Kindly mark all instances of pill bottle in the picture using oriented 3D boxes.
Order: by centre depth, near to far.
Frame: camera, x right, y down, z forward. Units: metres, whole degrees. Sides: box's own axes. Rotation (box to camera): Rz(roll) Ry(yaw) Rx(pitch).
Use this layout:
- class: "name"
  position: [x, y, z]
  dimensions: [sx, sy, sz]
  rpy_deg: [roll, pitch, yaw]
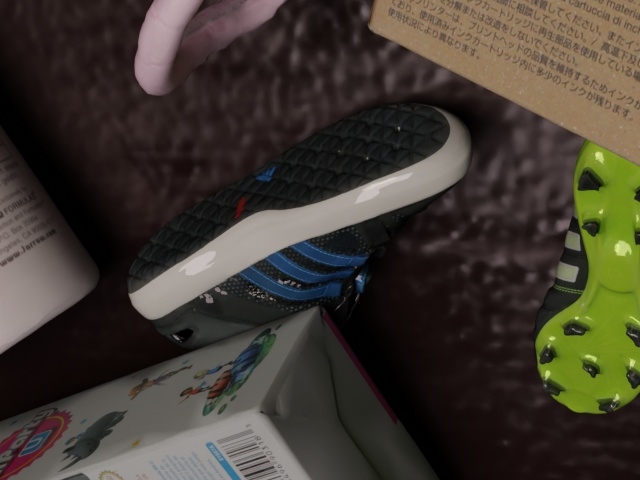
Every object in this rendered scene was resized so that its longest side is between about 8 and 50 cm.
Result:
- class: "pill bottle"
  position: [-0.228, -0.037, 0.789]
  dimensions: [0.131, 0.131, 0.229]
  rpy_deg: [-32, 94, 30]

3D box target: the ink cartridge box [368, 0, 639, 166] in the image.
- class: "ink cartridge box"
  position: [0.146, -0.124, 0.550]
  dimensions: [0.234, 0.088, 0.193]
  rpy_deg: [33, 121, 33]

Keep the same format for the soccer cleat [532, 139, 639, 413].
- class: "soccer cleat"
  position: [0.135, 0.008, 0.689]
  dimensions: [0.060, 0.072, 0.179]
  rpy_deg: [18, 137, 16]

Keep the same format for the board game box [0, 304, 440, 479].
- class: "board game box"
  position: [-0.078, 0.184, 0.801]
  dimensions: [0.303, 0.097, 0.224]
  rpy_deg: [-22, 112, 28]

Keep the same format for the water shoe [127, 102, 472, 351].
- class: "water shoe"
  position: [0.000, 0.000, 0.750]
  dimensions: [0.203, 0.073, 0.080]
  rpy_deg: [-23, 121, 32]

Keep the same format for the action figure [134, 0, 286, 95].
- class: "action figure"
  position: [-0.017, -0.193, 0.473]
  dimensions: [0.370, 0.248, 0.276]
  rpy_deg: [-18, 114, 40]
